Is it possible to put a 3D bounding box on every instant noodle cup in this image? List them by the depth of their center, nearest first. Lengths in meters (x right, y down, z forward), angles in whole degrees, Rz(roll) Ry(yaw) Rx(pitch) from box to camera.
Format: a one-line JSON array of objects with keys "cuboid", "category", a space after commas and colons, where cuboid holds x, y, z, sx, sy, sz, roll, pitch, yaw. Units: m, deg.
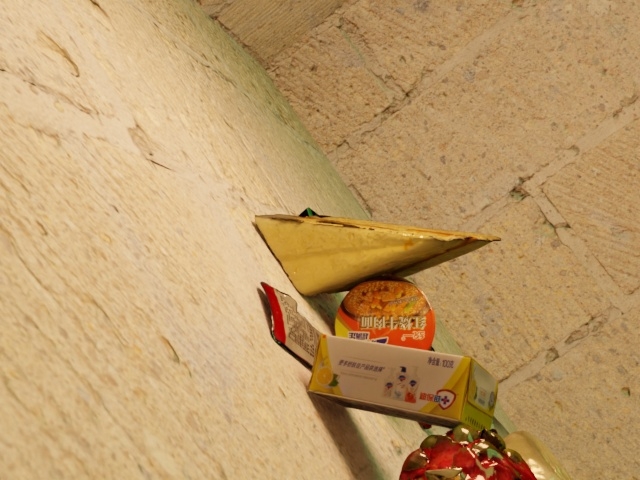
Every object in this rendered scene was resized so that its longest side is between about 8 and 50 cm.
[{"cuboid": [0.151, 0.196, 1.611, 0.213, 0.213, 0.174, 57, 3, 23], "category": "instant noodle cup"}]

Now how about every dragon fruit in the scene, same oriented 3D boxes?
[{"cuboid": [0.208, 0.393, 1.066, 0.237, 0.231, 0.303, 52, 4, 22], "category": "dragon fruit"}]

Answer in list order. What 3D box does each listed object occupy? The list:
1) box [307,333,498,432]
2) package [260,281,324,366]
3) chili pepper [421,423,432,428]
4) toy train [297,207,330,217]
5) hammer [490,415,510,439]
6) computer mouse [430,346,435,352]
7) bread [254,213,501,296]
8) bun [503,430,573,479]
[{"cuboid": [0.134, 0.232, 1.206, 0.168, 0.265, 0.097, 39, 61, -54], "category": "box"}, {"cuboid": [-0.021, 0.174, 1.340, 0.239, 0.030, 0.154, 46, 13, -38], "category": "package"}, {"cuboid": [0.239, 0.373, 1.760, 0.070, 0.073, 0.123, 1, 41, -35], "category": "chili pepper"}, {"cuboid": [0.000, 0.000, 1.893, 0.136, 0.091, 0.227, 38, 17, -23], "category": "toy train"}, {"cuboid": [0.421, 0.496, 2.106, 0.206, 0.119, 0.335, 50, 4, -30], "category": "hammer"}, {"cuboid": [0.265, 0.321, 1.976, 0.137, 0.096, 0.233, 50, 9, -23], "category": "computer mouse"}, {"cuboid": [0.137, -0.026, 1.648, 0.242, 0.405, 0.346, 67, 20, 12], "category": "bread"}, {"cuboid": [0.421, 0.563, 1.473, 0.352, 0.227, 0.349, 44, 13, -53], "category": "bun"}]
